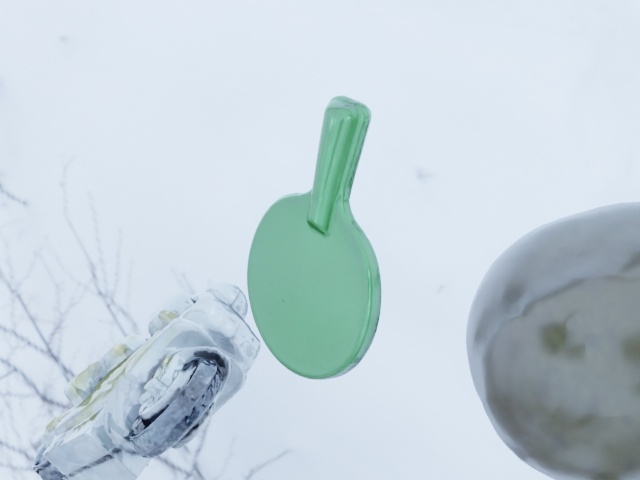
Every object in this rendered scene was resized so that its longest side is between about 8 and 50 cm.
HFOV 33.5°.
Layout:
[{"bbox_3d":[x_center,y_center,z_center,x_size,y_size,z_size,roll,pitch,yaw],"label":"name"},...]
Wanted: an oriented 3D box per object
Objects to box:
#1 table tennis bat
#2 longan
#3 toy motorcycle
[{"bbox_3d":[0.000,0.000,0.911,0.160,0.039,0.257,32,121,38],"label":"table tennis bat"},{"bbox_3d":[0.345,0.112,1.176,0.361,0.361,0.360,27,133,34],"label":"longan"},{"bbox_3d":[-0.102,0.087,0.656,0.074,0.151,0.229,43,146,-12],"label":"toy motorcycle"}]
